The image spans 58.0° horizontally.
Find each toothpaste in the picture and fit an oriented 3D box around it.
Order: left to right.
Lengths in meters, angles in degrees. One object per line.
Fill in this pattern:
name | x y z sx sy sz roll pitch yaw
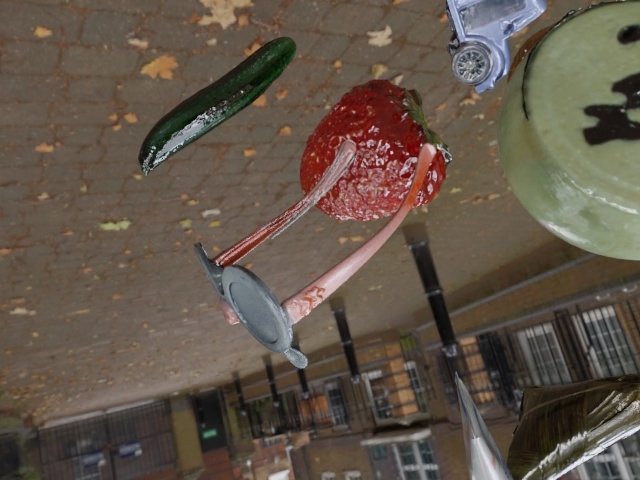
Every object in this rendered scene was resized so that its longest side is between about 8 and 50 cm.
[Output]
toothpaste | 0.224 0.318 0.753 0.066 0.323 0.100 -18 -152 11

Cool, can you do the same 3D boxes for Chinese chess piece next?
Chinese chess piece | 0.414 -0.148 0.758 0.349 0.349 0.146 -15 157 -1

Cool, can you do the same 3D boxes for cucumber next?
cucumber | -0.121 -0.179 0.724 0.284 0.056 0.056 -47 -179 -26

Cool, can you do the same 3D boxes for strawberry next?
strawberry | 0.089 -0.147 1.077 0.277 0.257 0.257 -32 160 23

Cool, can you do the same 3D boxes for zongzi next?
zongzi | 0.407 0.320 0.902 0.248 0.111 0.241 -33 -166 50

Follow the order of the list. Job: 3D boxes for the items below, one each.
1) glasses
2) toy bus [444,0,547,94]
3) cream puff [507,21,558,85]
glasses | 0.000 0.000 0.640 0.268 0.118 0.234 -35 -159 -17
toy bus | 0.109 -0.193 0.406 0.076 0.167 0.073 -18 -153 20
cream puff | 0.497 -0.279 1.120 0.303 0.303 0.212 2 132 -49
